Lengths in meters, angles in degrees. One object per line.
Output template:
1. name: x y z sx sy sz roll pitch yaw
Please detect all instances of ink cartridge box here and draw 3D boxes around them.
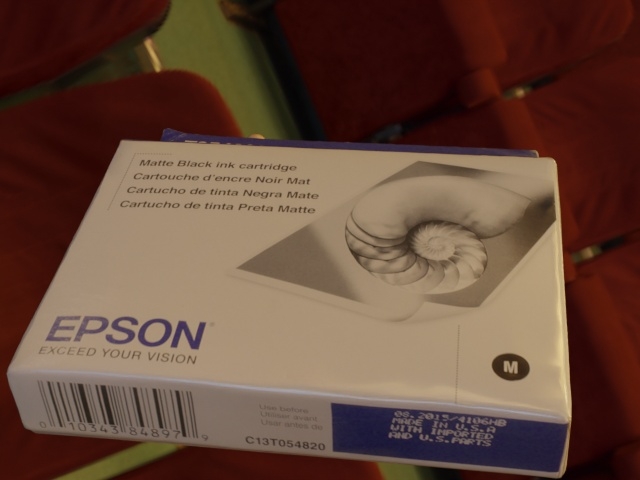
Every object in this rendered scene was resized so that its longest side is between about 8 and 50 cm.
1. ink cartridge box: 0.000 0.000 0.452 0.224 0.223 0.045 -79 170 -49

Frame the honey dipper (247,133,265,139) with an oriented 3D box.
1. honey dipper: -0.067 -0.039 0.746 0.030 0.030 0.161 58 25 -24
